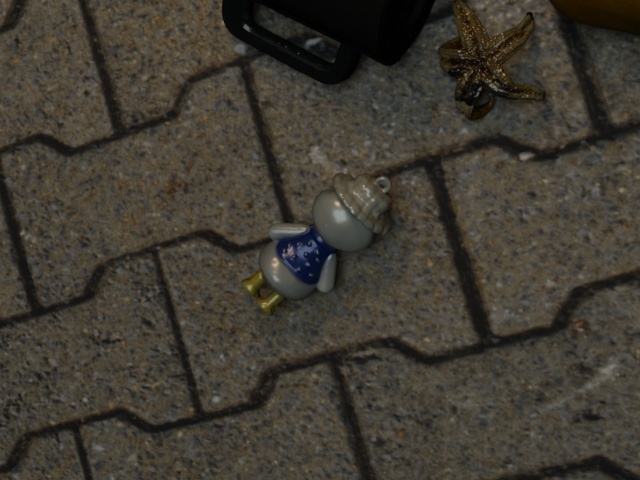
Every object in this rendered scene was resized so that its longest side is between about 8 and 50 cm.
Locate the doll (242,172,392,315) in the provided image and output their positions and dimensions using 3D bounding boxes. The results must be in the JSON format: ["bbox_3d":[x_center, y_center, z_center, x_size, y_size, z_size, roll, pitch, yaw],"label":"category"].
[{"bbox_3d":[0.000,0.000,1.481,0.293,0.119,0.138,-43,88,21],"label":"doll"}]

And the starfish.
[{"bbox_3d":[0.245,-0.274,1.403,0.146,0.074,0.190,-22,84,24],"label":"starfish"}]

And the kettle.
[{"bbox_3d":[0.007,-0.395,1.436,0.308,0.262,0.203,26,66,18],"label":"kettle"}]

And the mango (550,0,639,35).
[{"bbox_3d":[0.424,-0.369,1.304,0.254,0.139,0.175,14,110,9],"label":"mango"}]
